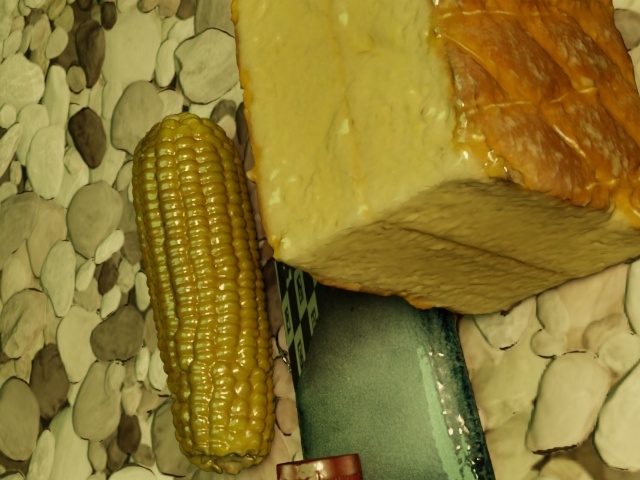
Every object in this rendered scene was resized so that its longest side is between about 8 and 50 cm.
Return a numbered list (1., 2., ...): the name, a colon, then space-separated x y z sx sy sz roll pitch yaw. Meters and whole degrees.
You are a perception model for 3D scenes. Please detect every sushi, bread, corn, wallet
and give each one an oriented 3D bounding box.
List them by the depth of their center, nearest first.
1. bread: 0.093 -0.109 0.919 0.207 0.279 0.279 -28 64 38
2. sushi: 0.000 0.000 1.024 0.215 0.051 0.192 106 157 -63
3. wallet: 0.037 0.063 1.083 0.191 0.046 0.379 -28 63 38
4. corn: -0.110 0.042 1.180 0.120 0.120 0.363 -25 68 37

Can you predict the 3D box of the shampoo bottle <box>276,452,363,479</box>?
1. shampoo bottle: 0.020 0.332 0.984 0.118 0.076 0.314 -16 79 42
